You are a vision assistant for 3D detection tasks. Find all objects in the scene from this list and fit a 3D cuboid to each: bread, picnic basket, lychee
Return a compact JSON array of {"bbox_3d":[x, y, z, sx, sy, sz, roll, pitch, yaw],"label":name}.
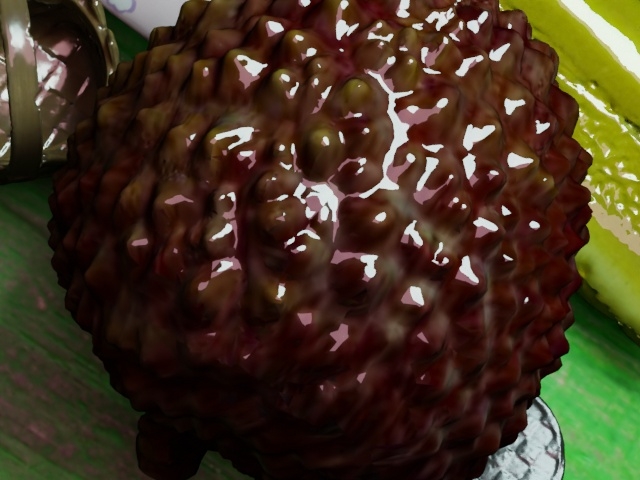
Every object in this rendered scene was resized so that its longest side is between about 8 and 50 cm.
[{"bbox_3d":[0.141,-0.095,1.230,0.383,0.112,0.166,41,106,1],"label":"bread"},{"bbox_3d":[-0.183,-0.097,1.136,0.137,0.178,0.128,-13,83,-12],"label":"picnic basket"},{"bbox_3d":[0.000,0.000,1.084,0.306,0.306,0.330,38,94,-4],"label":"lychee"}]

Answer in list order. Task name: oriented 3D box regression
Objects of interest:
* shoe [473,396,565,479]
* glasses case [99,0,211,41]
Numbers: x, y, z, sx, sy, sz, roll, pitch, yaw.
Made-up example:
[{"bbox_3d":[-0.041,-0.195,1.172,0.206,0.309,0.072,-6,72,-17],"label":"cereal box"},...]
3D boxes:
[{"bbox_3d":[0.079,0.101,1.230,0.179,0.049,0.071,39,77,17],"label":"shoe"},{"bbox_3d":[-0.153,-0.227,1.197,0.297,0.075,0.113,37,93,6],"label":"glasses case"}]
